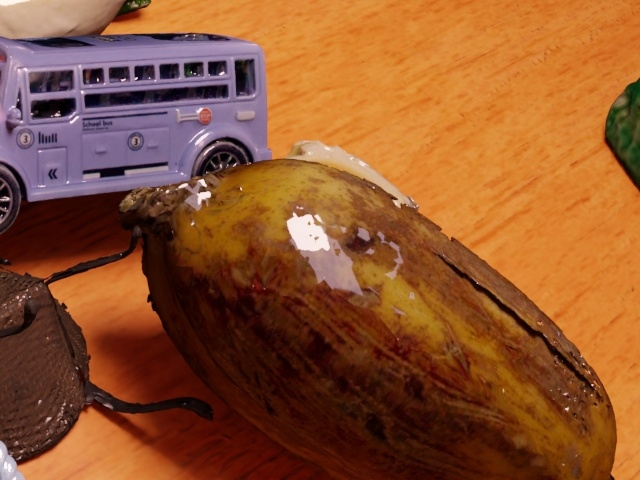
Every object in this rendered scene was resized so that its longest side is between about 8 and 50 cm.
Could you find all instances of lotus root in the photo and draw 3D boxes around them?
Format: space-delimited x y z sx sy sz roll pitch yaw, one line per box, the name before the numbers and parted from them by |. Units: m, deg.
lotus root | 0.033 0.079 1.163 0.397 0.196 0.179 38 55 -11

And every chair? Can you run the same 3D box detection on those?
chair | -0.206 0.075 1.114 0.213 0.149 0.174 4 28 35

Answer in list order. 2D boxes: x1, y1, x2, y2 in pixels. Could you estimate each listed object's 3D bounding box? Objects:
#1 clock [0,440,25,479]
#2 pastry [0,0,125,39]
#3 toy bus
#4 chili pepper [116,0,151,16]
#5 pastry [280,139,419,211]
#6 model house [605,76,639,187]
clock | -0.266 0.153 0.964 0.194 0.100 0.195 -25 76 -32
pastry | -0.269 -0.236 1.311 0.264 0.133 0.265 7 67 -17
toy bus | -0.182 -0.087 1.221 0.292 0.133 0.125 -8 16 -38
chili pepper | -0.274 -0.279 1.448 0.279 0.065 0.122 40 31 7
pastry | 0.000 0.000 1.320 0.165 0.088 0.166 19 41 -18
model house | 0.543 -0.096 1.576 0.334 0.343 0.382 -1 50 -36
